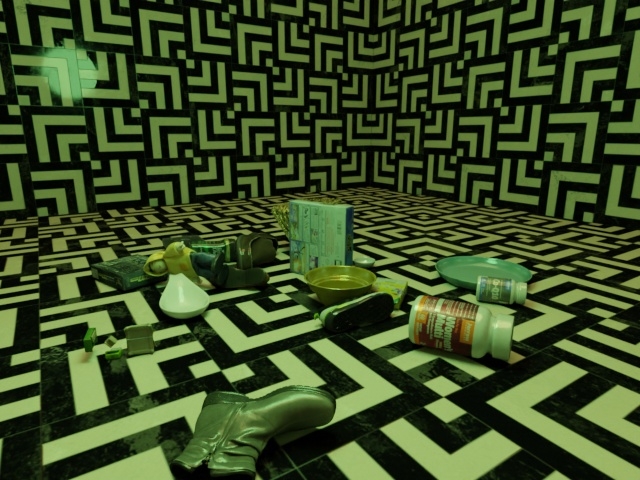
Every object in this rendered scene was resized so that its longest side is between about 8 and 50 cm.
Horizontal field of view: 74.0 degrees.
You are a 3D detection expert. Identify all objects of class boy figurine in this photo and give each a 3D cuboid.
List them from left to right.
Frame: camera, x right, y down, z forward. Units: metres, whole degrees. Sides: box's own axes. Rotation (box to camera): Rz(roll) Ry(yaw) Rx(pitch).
[{"bbox_3d":[-0.452,0.073,1.398,0.285,0.177,0.092,5,41,12],"label":"boy figurine"}]

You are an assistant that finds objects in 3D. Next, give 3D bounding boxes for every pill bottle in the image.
[{"bbox_3d":[0.329,0.205,0.996,0.221,0.121,0.121,7,16,28],"label":"pill bottle"},{"bbox_3d":[0.548,0.152,1.289,0.137,0.078,0.078,5,15,22],"label":"pill bottle"}]

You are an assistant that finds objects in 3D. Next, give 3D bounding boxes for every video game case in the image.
[{"bbox_3d":[0.000,0.000,1.506,0.244,0.269,0.061,10,17,34],"label":"video game case"}]

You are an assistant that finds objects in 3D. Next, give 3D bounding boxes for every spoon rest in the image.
[{"bbox_3d":[-0.417,0.159,1.264,0.137,0.084,0.276,-8,15,-27],"label":"spoon rest"}]

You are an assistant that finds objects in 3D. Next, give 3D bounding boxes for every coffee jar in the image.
[{"bbox_3d":[-0.424,0.043,1.691,0.184,0.096,0.079,-6,14,-19],"label":"coffee jar"}]

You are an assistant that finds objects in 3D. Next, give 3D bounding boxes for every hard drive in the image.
[{"bbox_3d":[-0.583,0.031,1.827,0.172,0.054,0.255,-7,16,-26],"label":"hard drive"}]

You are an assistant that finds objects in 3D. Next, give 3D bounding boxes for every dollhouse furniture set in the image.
[{"bbox_3d":[-0.467,0.230,1.000,0.152,0.076,0.058,-5,16,-15],"label":"dollhouse furniture set"}]

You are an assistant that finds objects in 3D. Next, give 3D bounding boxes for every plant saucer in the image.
[{"bbox_3d":[0.567,0.119,1.495,0.318,0.043,0.317,0,14,0],"label":"plant saucer"}]

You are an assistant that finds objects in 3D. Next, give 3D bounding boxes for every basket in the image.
[{"bbox_3d":[-0.050,-0.066,1.886,0.223,0.213,0.299,3,15,24],"label":"basket"}]

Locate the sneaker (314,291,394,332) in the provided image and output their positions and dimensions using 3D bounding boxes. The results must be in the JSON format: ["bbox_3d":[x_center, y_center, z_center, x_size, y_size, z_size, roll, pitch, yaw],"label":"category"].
[{"bbox_3d":[0.093,0.182,1.166,0.235,0.084,0.097,-8,15,-29],"label":"sneaker"}]

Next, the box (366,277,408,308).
[{"bbox_3d":[0.207,0.165,1.318,0.105,0.043,0.179,5,13,19],"label":"box"}]

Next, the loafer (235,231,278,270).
[{"bbox_3d":[-0.239,0.032,1.655,0.130,0.133,0.366,1,14,4],"label":"loafer"}]

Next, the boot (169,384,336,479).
[{"bbox_3d":[-0.097,0.320,0.677,0.247,0.083,0.161,-5,21,4],"label":"boot"}]

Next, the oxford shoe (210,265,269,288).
[{"bbox_3d":[-0.273,0.132,1.441,0.212,0.076,0.076,1,-16,17],"label":"oxford shoe"}]

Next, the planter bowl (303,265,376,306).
[{"bbox_3d":[0.058,0.149,1.280,0.217,0.090,0.217,0,14,0],"label":"planter bowl"}]

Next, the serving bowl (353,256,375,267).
[{"bbox_3d":[0.170,0.088,1.645,0.083,0.027,0.083,-1,15,0],"label":"serving bowl"}]

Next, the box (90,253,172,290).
[{"bbox_3d":[-0.672,0.109,1.511,0.233,0.059,0.183,10,17,36],"label":"box"}]
